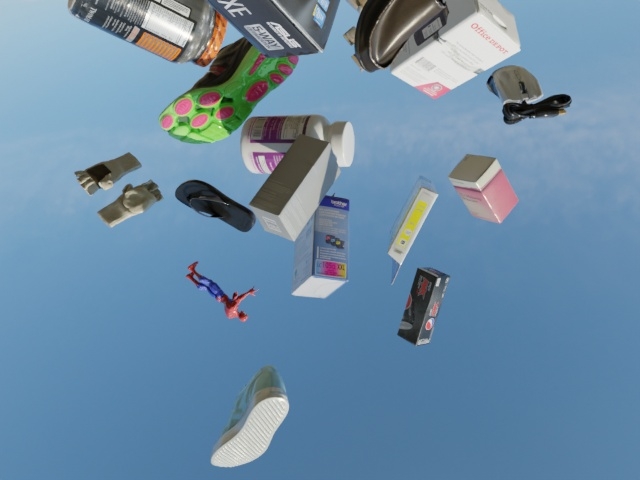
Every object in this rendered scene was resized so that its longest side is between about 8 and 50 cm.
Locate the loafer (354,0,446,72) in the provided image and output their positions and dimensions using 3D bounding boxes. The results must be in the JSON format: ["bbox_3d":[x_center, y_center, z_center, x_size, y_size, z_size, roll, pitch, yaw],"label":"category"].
[{"bbox_3d":[0.126,-0.332,0.637,0.078,0.080,0.220,44,-70,39],"label":"loafer"}]

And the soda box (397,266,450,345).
[{"bbox_3d":[0.229,0.146,1.033,0.053,0.168,0.060,2,-163,-44],"label":"soda box"}]

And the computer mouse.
[{"bbox_3d":[0.325,-0.252,0.762,0.106,0.042,0.193,-9,-142,4],"label":"computer mouse"}]

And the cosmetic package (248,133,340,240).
[{"bbox_3d":[-0.057,-0.133,1.150,0.107,0.127,0.238,20,-114,27],"label":"cosmetic package"}]

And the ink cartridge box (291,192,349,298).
[{"bbox_3d":[0.000,0.000,1.805,0.151,0.270,0.395,8,-113,-18],"label":"ink cartridge box"}]

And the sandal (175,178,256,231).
[{"bbox_3d":[-0.310,-0.101,1.344,0.255,0.097,0.054,24,-146,5],"label":"sandal"}]

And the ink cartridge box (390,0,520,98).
[{"bbox_3d":[0.302,-0.449,1.060,0.237,0.172,0.100,-21,-117,48],"label":"ink cartridge box"}]

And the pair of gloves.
[{"bbox_3d":[-0.639,-0.171,1.476,0.204,0.042,0.240,-31,-108,-27],"label":"pair of gloves"}]

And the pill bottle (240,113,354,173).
[{"bbox_3d":[-0.062,-0.275,1.328,0.302,0.169,0.169,4,-137,18],"label":"pill bottle"}]

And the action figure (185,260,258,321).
[{"bbox_3d":[-0.344,0.176,1.684,0.280,0.091,0.139,43,-131,15],"label":"action figure"}]

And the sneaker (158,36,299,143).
[{"bbox_3d":[-0.278,-0.470,1.417,0.483,0.185,0.202,-35,-141,2],"label":"sneaker"}]

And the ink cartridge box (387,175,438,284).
[{"bbox_3d":[0.274,-0.047,1.487,0.072,0.307,0.303,28,-163,2],"label":"ink cartridge box"}]

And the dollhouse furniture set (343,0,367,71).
[{"bbox_3d":[0.134,-0.816,1.591,0.303,0.355,0.174,-42,-175,-1],"label":"dollhouse furniture set"}]

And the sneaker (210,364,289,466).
[{"bbox_3d":[-0.198,0.497,1.308,0.366,0.135,0.150,-53,-152,24],"label":"sneaker"}]

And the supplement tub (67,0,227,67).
[{"bbox_3d":[-0.419,-0.579,1.148,0.338,0.207,0.207,15,-158,-39],"label":"supplement tub"}]

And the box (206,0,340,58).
[{"bbox_3d":[-0.046,-0.350,0.363,0.077,0.242,0.307,12,-101,38],"label":"box"}]

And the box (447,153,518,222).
[{"bbox_3d":[0.614,-0.195,1.743,0.127,0.232,0.149,-49,-149,-8],"label":"box"}]
